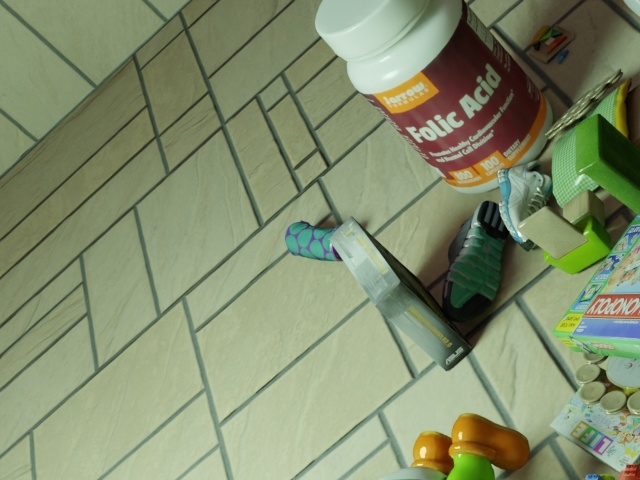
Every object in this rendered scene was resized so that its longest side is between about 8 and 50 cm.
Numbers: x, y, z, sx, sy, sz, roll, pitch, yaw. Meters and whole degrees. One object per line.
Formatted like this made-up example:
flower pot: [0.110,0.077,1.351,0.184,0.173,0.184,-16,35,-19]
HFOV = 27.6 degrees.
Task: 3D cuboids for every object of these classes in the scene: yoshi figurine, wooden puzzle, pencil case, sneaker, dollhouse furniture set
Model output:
yoshi figurine: [0.167,0.411,1.600,0.203,0.203,0.362,5,54,26]
wooden puzzle: [0.406,-0.349,2.304,0.078,0.014,0.116,-49,31,-3]
pencil case: [0.000,0.000,2.355,0.152,0.064,0.070,6,75,53]
sneaker: [0.326,-0.064,2.028,0.083,0.071,0.190,-26,37,22]
sneaker: [0.230,0.046,2.032,0.098,0.083,0.223,-39,20,55]
dollhouse furniture set: [0.383,-0.133,1.918,0.197,0.151,0.301,-37,30,38]

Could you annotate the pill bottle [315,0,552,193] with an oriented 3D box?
pill bottle: [0.185,-0.274,2.121,0.224,0.392,0.224,-32,34,25]

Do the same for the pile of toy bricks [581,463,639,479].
pile of toy bricks: [0.312,0.323,1.562,0.212,0.105,0.118,-12,45,44]

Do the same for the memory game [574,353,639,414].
memory game: [0.416,0.157,1.677,0.186,0.012,0.186,-23,29,14]

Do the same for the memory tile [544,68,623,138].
memory tile: [0.417,-0.215,2.068,0.113,0.012,0.148,-44,2,-17]

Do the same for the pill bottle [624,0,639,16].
pill bottle: [0.574,-0.441,2.125,0.169,0.094,0.094,-45,31,2]

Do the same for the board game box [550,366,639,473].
board game box: [0.376,0.232,1.663,0.103,0.026,0.154,-51,31,-5]

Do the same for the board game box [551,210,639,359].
board game box: [0.407,0.046,1.586,0.213,0.046,0.317,-52,5,-7]

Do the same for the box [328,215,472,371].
box: [0.120,0.079,2.004,0.056,0.183,0.231,-44,30,6]
